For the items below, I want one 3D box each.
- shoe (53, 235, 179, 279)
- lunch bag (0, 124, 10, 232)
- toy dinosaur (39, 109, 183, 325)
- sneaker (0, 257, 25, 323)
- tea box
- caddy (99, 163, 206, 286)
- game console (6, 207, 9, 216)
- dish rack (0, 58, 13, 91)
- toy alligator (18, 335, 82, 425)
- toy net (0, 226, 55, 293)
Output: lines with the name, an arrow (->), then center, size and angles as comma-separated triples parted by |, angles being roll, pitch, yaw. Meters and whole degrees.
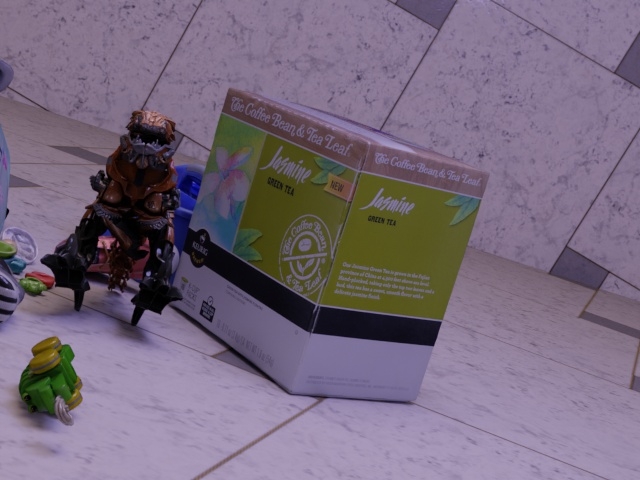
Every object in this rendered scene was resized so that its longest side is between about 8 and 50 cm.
shoe -> -0.288, 0.025, 1.615 | 0.178, 0.064, 0.081 | 4, 3, 33
lunch bag -> -0.519, -0.142, 1.585 | 0.262, 0.160, 0.223 | 52, -22, 16
toy dinosaur -> -0.230, -0.021, 1.452 | 0.164, 0.218, 0.322 | 2, -36, 9
sneaker -> -0.442, 0.029, 1.313 | 0.228, 0.086, 0.132 | 27, 3, -2
tea box -> 0.000, 0.000, 1.533 | 0.220, 0.324, 0.329 | 11, 10, -39
caddy -> -0.206, -0.030, 1.807 | 0.241, 0.179, 0.341 | 13, 9, -35
game console -> -0.651, -0.089, 1.731 | 0.361, 0.044, 0.213 | 15, 9, -20
dish rack -> -0.646, -0.252, 1.678 | 0.333, 0.285, 0.072 | 30, 34, -64
toy alligator -> -0.255, 0.138, 1.066 | 0.051, 0.056, 0.190 | -26, 17, -4
toy net -> -0.407, 0.016, 1.545 | 0.122, 0.045, 0.232 | 16, 8, -9
